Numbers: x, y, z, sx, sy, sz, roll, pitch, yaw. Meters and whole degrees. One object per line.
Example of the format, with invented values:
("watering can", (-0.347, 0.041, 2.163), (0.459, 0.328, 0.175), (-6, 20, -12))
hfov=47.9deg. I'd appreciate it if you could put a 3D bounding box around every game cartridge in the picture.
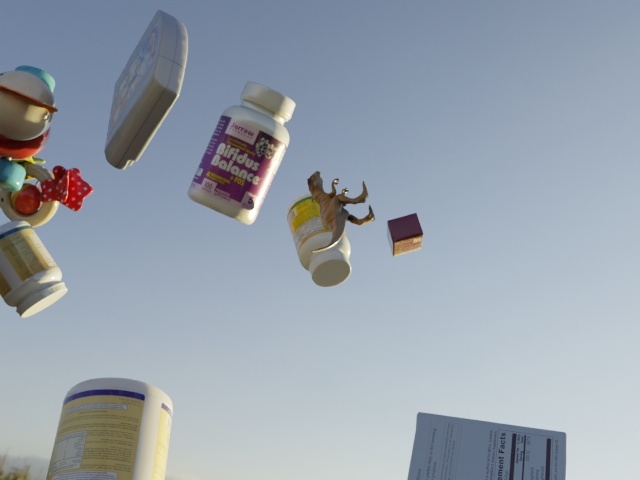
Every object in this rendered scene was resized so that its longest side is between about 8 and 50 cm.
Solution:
("game cartridge", (-0.295, -0.274, 1.232), (0.062, 0.297, 0.198), (22, -59, -25))

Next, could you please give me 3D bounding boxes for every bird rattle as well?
("bird rattle", (-0.729, -0.130, 1.858), (0.253, 0.207, 0.143), (32, 9, 2))

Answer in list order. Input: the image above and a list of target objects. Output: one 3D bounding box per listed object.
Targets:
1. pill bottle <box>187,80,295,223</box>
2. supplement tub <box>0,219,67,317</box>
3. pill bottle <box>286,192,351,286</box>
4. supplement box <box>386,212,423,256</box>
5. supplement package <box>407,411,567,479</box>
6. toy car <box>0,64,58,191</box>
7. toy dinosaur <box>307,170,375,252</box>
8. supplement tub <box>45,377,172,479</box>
("pill bottle", (-0.173, -0.203, 1.657), (0.169, 0.301, 0.169), (23, 0, 0))
("supplement tub", (-0.709, 0.067, 1.708), (0.200, 0.144, 0.144), (56, -32, 2))
("pill bottle", (0.000, 0.000, 1.600), (0.117, 0.208, 0.118), (-9, -46, -9))
("supplement box", (0.145, -0.009, 1.244), (0.055, 0.043, 0.083), (-15, -18, -1))
("supplement package", (0.144, 0.333, 0.673), (0.145, 0.262, 0.204), (5, -42, 16))
("toy car", (-0.528, -0.225, 1.185), (0.210, 0.219, 0.238), (23, -20, -34))
("toy dinosaur", (0.029, -0.038, 1.145), (0.112, 0.211, 0.064), (-16, -53, 0))
("supplement tub", (-0.449, 0.485, 1.524), (0.241, 0.331, 0.241), (0, -37, 0))
